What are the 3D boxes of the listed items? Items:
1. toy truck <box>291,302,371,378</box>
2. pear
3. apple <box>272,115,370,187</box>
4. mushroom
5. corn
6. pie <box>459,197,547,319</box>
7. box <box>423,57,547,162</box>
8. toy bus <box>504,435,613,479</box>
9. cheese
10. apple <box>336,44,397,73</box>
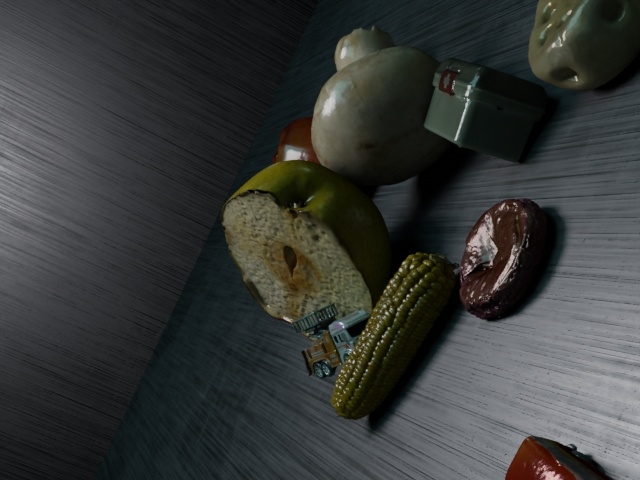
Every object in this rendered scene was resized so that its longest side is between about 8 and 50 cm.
[{"bbox_3d":[0.032,0.167,1.654,0.080,0.115,0.177,-22,-4,-32],"label":"toy truck"},{"bbox_3d":[0.000,0.000,1.752,0.191,0.340,0.386,-48,-20,-30],"label":"pear"},{"bbox_3d":[0.007,-0.165,2.091,0.234,0.234,0.234,-54,19,28],"label":"apple"},{"bbox_3d":[0.102,-0.254,1.744,0.297,0.297,0.290,-49,56,40],"label":"mushroom"},{"bbox_3d":[0.112,0.158,1.500,0.313,0.102,0.102,-63,16,14],"label":"corn"},{"bbox_3d":[0.255,0.023,1.345,0.182,0.049,0.182,-55,23,36],"label":"pie"},{"bbox_3d":[0.260,-0.211,1.531,0.210,0.148,0.129,-126,53,-72],"label":"box"},{"bbox_3d":[0.252,0.257,0.951,0.079,0.077,0.174,-63,16,3],"label":"toy bus"},{"bbox_3d":[0.390,-0.324,1.345,0.235,0.117,0.218,-51,18,26],"label":"cheese"},{"bbox_3d":[0.122,-0.354,2.121,0.199,0.199,0.199,-54,19,28],"label":"apple"}]
